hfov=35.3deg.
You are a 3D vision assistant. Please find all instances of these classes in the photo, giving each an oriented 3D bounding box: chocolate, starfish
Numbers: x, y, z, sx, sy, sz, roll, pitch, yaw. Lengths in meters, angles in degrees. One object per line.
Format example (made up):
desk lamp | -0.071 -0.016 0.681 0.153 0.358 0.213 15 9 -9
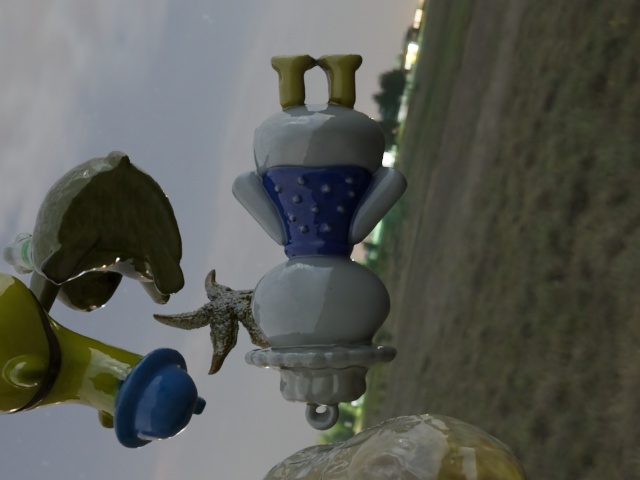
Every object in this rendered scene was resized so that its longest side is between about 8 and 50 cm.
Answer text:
chocolate | 0.033 0.186 0.654 0.309 0.134 0.134 135 152 -59
starfish | -0.136 0.099 1.339 0.208 0.176 0.053 -96 -4 -63

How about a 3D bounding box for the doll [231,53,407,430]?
doll | 0.000 0.000 0.787 0.119 0.138 0.293 50 -142 -85

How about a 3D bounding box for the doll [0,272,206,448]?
doll | -0.288 0.117 1.022 0.199 0.363 0.145 -147 77 -74

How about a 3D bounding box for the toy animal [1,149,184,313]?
toy animal | -0.291 0.023 1.271 0.363 0.181 0.180 141 121 -61
